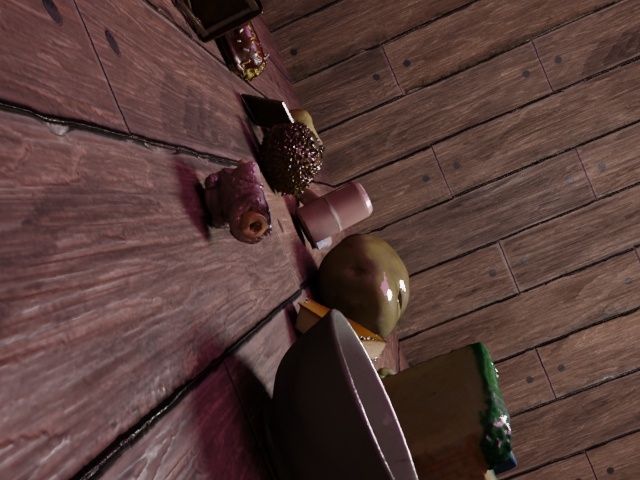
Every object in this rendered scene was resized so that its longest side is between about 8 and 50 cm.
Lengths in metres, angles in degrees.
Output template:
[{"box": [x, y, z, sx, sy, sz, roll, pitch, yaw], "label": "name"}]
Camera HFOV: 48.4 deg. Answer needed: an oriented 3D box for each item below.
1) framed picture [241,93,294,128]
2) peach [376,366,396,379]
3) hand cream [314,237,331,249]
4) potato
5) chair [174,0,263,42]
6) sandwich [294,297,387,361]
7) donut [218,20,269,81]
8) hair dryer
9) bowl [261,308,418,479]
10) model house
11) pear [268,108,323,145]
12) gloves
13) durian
[{"box": [-0.128, -0.322, 1.813, 0.149, 0.011, 0.109, 19, -28, 37], "label": "framed picture"}, {"box": [0.187, 0.404, 2.027, 0.083, 0.083, 0.083, -23, 90, -83], "label": "peach"}, {"box": [0.000, 0.000, 2.041, 0.065, 0.043, 0.170, 63, 11, 7], "label": "hand cream"}, {"box": [0.106, 0.109, 1.754, 0.243, 0.220, 0.326, 56, 22, -18], "label": "potato"}, {"box": [-0.221, -0.542, 1.596, 0.186, 0.160, 0.319, 66, 9, 18], "label": "chair"}, {"box": [0.027, 0.171, 1.379, 0.162, 0.058, 0.193, 32, 5, 27], "label": "sandwich"}, {"box": [-0.211, -0.531, 1.879, 0.230, 0.095, 0.216, 28, 40, -78], "label": "donut"}, {"box": [0.004, -0.109, 1.976, 0.107, 0.189, 0.344, 65, -7, -22], "label": "hair dryer"}, {"box": [0.014, 0.249, 0.922, 0.289, 0.146, 0.289, -24, 90, -83], "label": "bowl"}, {"box": [0.309, 0.500, 1.629, 0.382, 0.334, 0.343, -86, 152, -71], "label": "model house"}, {"box": [-0.072, -0.282, 1.997, 0.167, 0.136, 0.167, -24, 90, -87], "label": "pear"}, {"box": [-0.123, -0.055, 1.055, 0.144, 0.094, 0.111, -146, -142, -66], "label": "gloves"}, {"box": [-0.072, -0.193, 1.736, 0.196, 0.166, 0.196, -1, 90, -68], "label": "durian"}]
